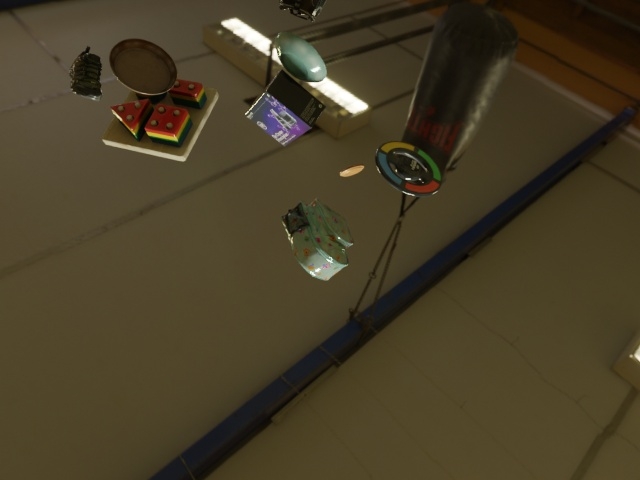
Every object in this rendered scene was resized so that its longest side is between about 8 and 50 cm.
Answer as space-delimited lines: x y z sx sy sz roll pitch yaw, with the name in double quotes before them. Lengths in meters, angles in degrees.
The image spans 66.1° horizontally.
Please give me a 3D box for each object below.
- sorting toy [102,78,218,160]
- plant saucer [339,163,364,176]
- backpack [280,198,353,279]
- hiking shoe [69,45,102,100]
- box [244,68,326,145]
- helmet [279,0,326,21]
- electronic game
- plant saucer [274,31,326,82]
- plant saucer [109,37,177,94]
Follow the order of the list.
"sorting toy" -0.461 -0.375 1.396 0.255 0.089 0.257 13 -116 11
"plant saucer" 0.104 -0.229 1.617 0.083 0.083 0.013 -16 -98 -26
"backpack" 0.000 0.000 1.268 0.166 0.144 0.188 34 -145 -45
"hiking shoe" -0.735 -0.530 1.550 0.086 0.114 0.227 6 -143 -46
"box" -0.125 -0.435 1.651 0.184 0.261 0.103 38 -107 -16
"helmet" -0.049 -0.794 1.548 0.169 0.162 0.169 20 -170 -4
"electronic game" 0.276 -0.226 1.535 0.229 0.048 0.229 13 -131 -15
"plant saucer" -0.071 -0.551 1.519 0.195 0.195 0.037 30 -106 15
"plant saucer" -0.457 -0.443 1.269 0.168 0.029 0.168 11 -115 -26
